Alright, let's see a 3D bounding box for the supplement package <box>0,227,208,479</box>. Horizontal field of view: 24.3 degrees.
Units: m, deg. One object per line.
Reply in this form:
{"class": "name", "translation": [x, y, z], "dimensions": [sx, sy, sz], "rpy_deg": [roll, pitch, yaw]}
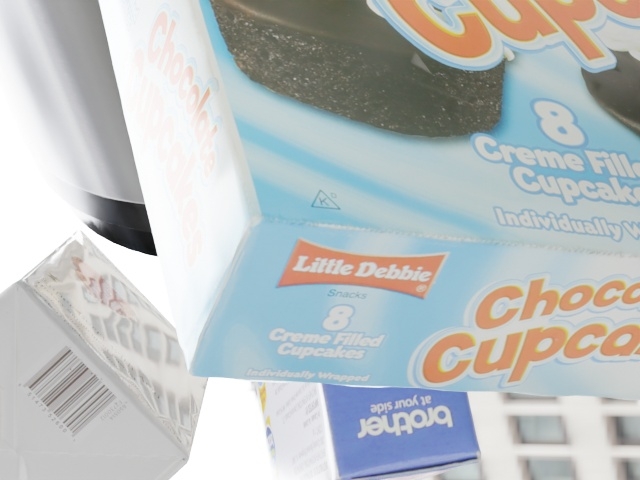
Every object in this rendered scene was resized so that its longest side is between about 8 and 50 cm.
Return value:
{"class": "supplement package", "translation": [-0.210, 0.124, 1.154], "dimensions": [0.177, 0.175, 0.293], "rpy_deg": [47, -176, -7]}

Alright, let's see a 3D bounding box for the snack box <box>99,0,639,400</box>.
{"class": "snack box", "translation": [0.099, -0.038, 0.460], "dimensions": [0.187, 0.322, 0.060], "rpy_deg": [-109, 34, -42]}

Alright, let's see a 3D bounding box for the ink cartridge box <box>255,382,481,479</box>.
{"class": "ink cartridge box", "translation": [0.000, 0.000, 0.613], "dimensions": [0.186, 0.065, 0.311], "rpy_deg": [120, 143, -74]}

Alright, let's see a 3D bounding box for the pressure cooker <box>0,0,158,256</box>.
{"class": "pressure cooker", "translation": [-0.057, -0.192, 1.000], "dimensions": [0.370, 0.375, 0.420], "rpy_deg": [-39, -47, -27]}
